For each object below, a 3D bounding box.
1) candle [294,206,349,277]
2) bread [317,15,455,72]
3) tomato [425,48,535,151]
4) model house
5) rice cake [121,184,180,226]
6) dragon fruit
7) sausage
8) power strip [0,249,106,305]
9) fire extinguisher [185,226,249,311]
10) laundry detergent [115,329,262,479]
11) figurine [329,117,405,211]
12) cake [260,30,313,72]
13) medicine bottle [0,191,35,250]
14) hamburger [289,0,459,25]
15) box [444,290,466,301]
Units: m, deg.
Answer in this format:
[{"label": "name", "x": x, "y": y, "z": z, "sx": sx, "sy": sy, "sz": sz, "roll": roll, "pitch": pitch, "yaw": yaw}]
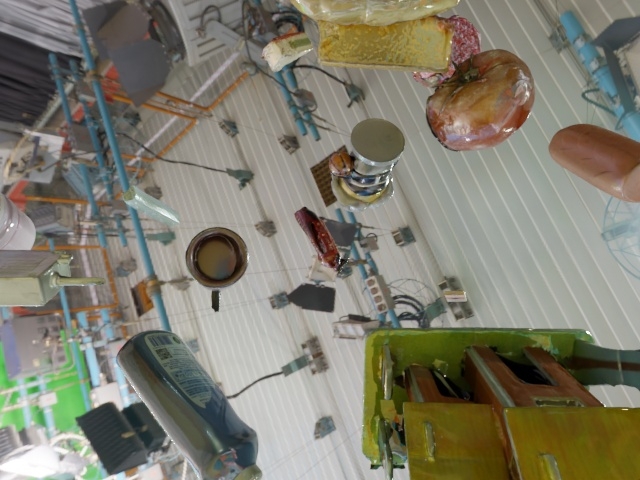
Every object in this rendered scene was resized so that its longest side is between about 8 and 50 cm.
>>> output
[{"label": "candle", "x": 0.000, "y": 0.000, "z": 1.025, "sx": 0.059, "sy": 0.084, "sz": 0.302, "roll": -64, "pitch": -154, "yaw": 20}, {"label": "bread", "x": 0.135, "y": -0.422, "z": 0.892, "sx": 0.274, "sy": 0.185, "sz": 0.114, "roll": 7, "pitch": -67, "yaw": 3}, {"label": "tomato", "x": 0.346, "y": -0.288, "z": 0.855, "sx": 0.214, "sy": 0.180, "sz": 0.155, "roll": -52, "pitch": -155, "yaw": -9}, {"label": "model house", "x": 0.207, "y": 0.184, "z": 0.408, "sx": 0.299, "sy": 0.324, "sz": 0.341, "roll": 0, "pitch": -77, "yaw": 0}, {"label": "rice cake", "x": -0.338, "y": -0.069, "z": 0.848, "sx": 0.030, "sy": 0.180, "sz": 0.042, "roll": -20, "pitch": -105, "yaw": 3}, {"label": "dragon fruit", "x": 0.364, "y": -0.538, "z": 1.214, "sx": 0.147, "sy": 0.281, "sz": 0.211, "roll": -147, "pitch": -135, "yaw": -64}, {"label": "sausage", "x": 0.650, "y": -0.190, "z": 0.965, "sx": 0.121, "sy": 0.121, "sz": 0.304, "roll": -54, "pitch": -160, "yaw": 22}, {"label": "power strip", "x": -0.350, "y": 0.044, "z": 0.501, "sx": 0.175, "sy": 0.075, "sz": 0.042, "roll": 1, "pitch": -66, "yaw": -5}, {"label": "fire extinguisher", "x": -0.143, "y": 0.048, "z": 0.573, "sx": 0.231, "sy": 0.071, "sz": 0.099, "roll": 146, "pitch": -54, "yaw": -73}, {"label": "laundry detergent", "x": -0.129, "y": 0.181, "z": 0.437, "sx": 0.206, "sy": 0.097, "sz": 0.061, "roll": 39, "pitch": -100, "yaw": 27}, {"label": "figurine", "x": 0.100, "y": -0.159, "z": 0.985, "sx": 0.175, "sy": 0.236, "sz": 0.133, "roll": -11, "pitch": -114, "yaw": -9}, {"label": "cake", "x": -0.134, "y": -0.717, "z": 1.593, "sx": 0.116, "sy": 0.220, "sz": 0.086, "roll": -25, "pitch": -76, "yaw": 41}, {"label": "medicine bottle", "x": -0.562, "y": -0.051, "z": 0.624, "sx": 0.133, "sy": 0.250, "sz": 0.134, "roll": 1, "pitch": -117, "yaw": -3}, {"label": "hamburger", "x": 0.063, "y": -0.336, "z": 0.375, "sx": 0.144, "sy": 0.282, "sz": 0.260, "roll": -178, "pitch": -103, "yaw": -75}, {"label": "box", "x": 0.323, "y": 0.134, "z": 0.999, "sx": 0.046, "sy": 0.083, "sz": 0.012, "roll": -3, "pitch": -110, "yaw": 21}]
